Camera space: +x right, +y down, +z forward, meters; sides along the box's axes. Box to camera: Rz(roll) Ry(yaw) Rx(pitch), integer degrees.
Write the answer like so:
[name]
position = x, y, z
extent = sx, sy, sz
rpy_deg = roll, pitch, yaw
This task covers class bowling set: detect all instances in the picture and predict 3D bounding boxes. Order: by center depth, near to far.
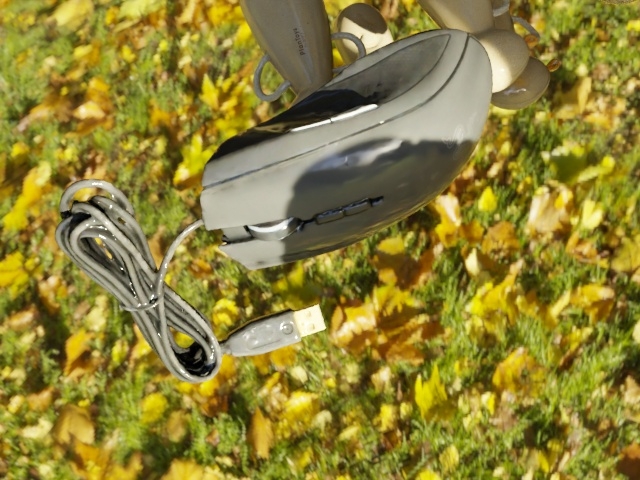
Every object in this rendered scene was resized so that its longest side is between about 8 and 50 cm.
[bowling set]
position = 0.099, -0.135, 0.598
extent = 0.286, 0.200, 0.154
rpy_deg = -21, 65, 3

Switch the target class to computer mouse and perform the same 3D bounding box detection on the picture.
[computer mouse]
position = 0.000, 0.000, 0.474
extent = 0.262, 0.184, 0.060
rpy_deg = -25, 47, -7
